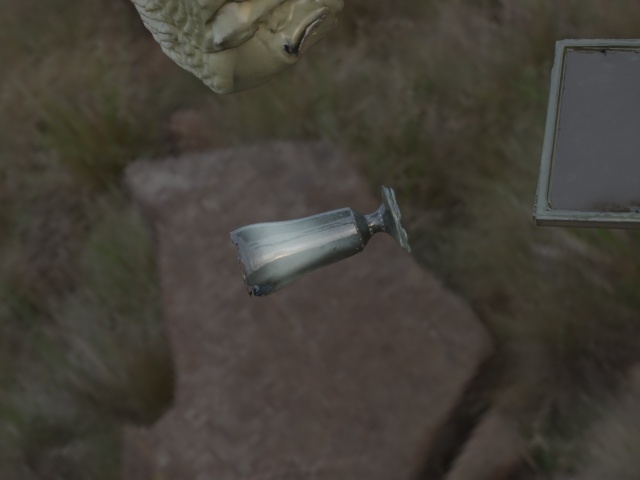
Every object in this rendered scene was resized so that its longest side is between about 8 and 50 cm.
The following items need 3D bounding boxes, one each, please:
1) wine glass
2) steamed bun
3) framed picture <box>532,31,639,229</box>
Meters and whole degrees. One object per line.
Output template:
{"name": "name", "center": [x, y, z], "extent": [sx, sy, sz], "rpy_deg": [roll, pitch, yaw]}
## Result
{"name": "wine glass", "center": [0.000, 0.000, 1.813], "extent": [0.155, 0.072, 0.072], "rpy_deg": [-17, 27, 0]}
{"name": "steamed bun", "center": [-0.081, -0.289, 1.814], "extent": [0.206, 0.275, 0.320], "rpy_deg": [-34, -1, -10]}
{"name": "framed picture", "center": [0.311, -0.088, 1.623], "extent": [0.260, 0.023, 0.189], "rpy_deg": [2, 58, 12]}
